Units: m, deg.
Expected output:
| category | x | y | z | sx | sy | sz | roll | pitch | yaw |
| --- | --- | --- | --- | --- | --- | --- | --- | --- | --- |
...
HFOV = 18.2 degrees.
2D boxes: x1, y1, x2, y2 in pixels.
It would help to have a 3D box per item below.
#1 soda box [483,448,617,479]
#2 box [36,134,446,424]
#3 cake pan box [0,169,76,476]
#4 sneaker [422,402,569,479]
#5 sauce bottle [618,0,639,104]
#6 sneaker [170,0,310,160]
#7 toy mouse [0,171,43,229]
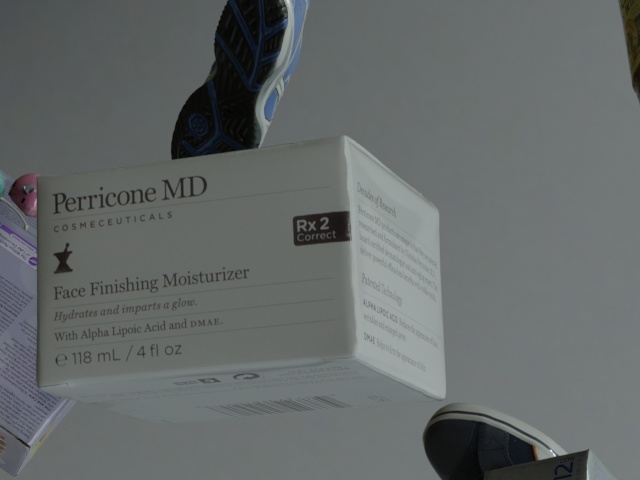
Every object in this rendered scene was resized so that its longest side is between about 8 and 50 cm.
| category | x | y | z | sx | sy | sz | roll | pitch | yaw |
| --- | --- | --- | --- | --- | --- | --- | --- | --- | --- |
| soda box | 0.167 | 0.302 | 1.476 | 0.098 | 0.091 | 0.286 | -17 | -136 | 31 |
| box | -0.039 | 0.028 | 1.100 | 0.181 | 0.119 | 0.182 | -7 | 166 | 18 |
| cake pan box | -0.322 | 0.056 | 1.887 | 0.245 | 0.267 | 0.070 | -56 | 180 | -43 |
| sneaker | 0.231 | 0.299 | 2.118 | 0.127 | 0.321 | 0.126 | -43 | 162 | -46 |
| sauce bottle | 0.255 | -0.146 | 1.323 | 0.111 | 0.111 | 0.344 | -31 | -131 | 37 |
| sneaker | -0.061 | -0.128 | 1.709 | 0.081 | 0.080 | 0.211 | -35 | 157 | -58 |
| toy mouse | -0.292 | -0.055 | 1.838 | 0.031 | 0.161 | 0.143 | -59 | -140 | 11 |
